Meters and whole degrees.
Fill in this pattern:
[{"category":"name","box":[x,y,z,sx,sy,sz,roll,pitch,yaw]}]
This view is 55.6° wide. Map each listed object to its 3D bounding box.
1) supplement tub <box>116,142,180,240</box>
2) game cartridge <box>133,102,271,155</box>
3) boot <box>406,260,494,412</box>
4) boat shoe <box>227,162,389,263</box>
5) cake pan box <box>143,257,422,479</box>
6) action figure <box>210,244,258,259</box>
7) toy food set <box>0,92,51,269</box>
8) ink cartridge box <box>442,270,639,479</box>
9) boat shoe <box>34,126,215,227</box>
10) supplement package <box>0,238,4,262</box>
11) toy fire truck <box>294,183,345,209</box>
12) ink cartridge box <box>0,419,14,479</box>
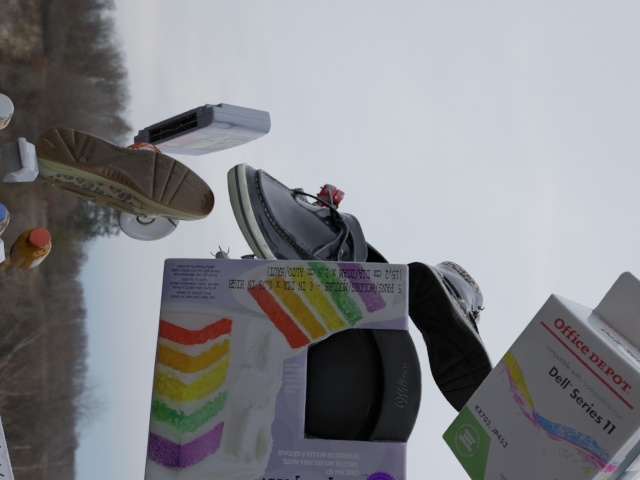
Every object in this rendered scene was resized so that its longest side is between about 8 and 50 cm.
[{"category":"supplement tub","box":[-0.342,-0.100,1.185,0.117,0.117,0.190,-65,-146,38]},{"category":"game cartridge","box":[-0.264,-0.248,1.393,0.294,0.196,0.060,-8,-90,41]},{"category":"boot","box":[0.330,0.212,1.445,0.138,0.284,0.377,-34,-101,24]},{"category":"boat shoe","box":[0.000,0.000,1.150,0.156,0.500,0.187,-26,-130,19]},{"category":"cake pan box","box":[-0.034,0.143,0.617,0.070,0.267,0.246,74,19,-78]},{"category":"action figure","box":[-0.174,0.145,1.306,0.099,0.185,0.285,-25,94,-82]},{"category":"toy food set","box":[-0.402,-0.083,0.746,0.104,0.111,0.232,-22,-103,52]},{"category":"ink cartridge box","box":[0.348,0.219,0.824,0.353,0.119,0.207,-59,-144,18]},{"category":"boat shoe","box":[-0.314,-0.093,0.985,0.089,0.285,0.104,123,-16,-45]},{"category":"supplement package","box":[-0.775,0.044,1.272,0.179,0.105,0.105,-50,-177,-35]},{"category":"toy fire truck","box":[-0.036,-0.093,1.562,0.192,0.135,0.047,-49,-170,46]},{"category":"ink cartridge box","box":[-0.460,0.258,0.774,0.046,0.097,0.207,-42,-116,51]}]
